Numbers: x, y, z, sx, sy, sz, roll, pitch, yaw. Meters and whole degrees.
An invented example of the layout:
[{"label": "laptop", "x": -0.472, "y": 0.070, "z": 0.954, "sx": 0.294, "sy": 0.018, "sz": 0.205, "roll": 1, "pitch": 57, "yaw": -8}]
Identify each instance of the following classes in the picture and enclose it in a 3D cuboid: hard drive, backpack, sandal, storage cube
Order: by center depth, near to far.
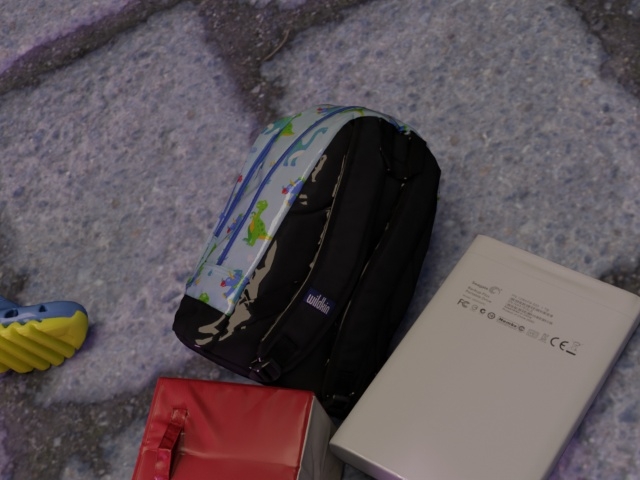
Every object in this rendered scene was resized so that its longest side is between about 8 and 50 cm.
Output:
[{"label": "storage cube", "x": -0.093, "y": 0.284, "z": 1.315, "sx": 0.193, "sy": 0.215, "sz": 0.183, "roll": 3, "pitch": 62, "yaw": 16}, {"label": "hard drive", "x": 0.204, "y": 0.164, "z": 1.342, "sx": 0.233, "sy": 0.047, "sz": 0.353, "roll": 24, "pitch": 58, "yaw": 27}, {"label": "backpack", "x": 0.000, "y": 0.000, "z": 1.393, "sx": 0.355, "sy": 0.290, "sz": 0.273, "roll": -61, "pitch": 32, "yaw": 4}, {"label": "sandal", "x": -0.478, "y": 0.119, "z": 1.583, "sx": 0.317, "sy": 0.126, "sz": 0.138, "roll": -9, "pitch": 56, "yaw": 11}]
